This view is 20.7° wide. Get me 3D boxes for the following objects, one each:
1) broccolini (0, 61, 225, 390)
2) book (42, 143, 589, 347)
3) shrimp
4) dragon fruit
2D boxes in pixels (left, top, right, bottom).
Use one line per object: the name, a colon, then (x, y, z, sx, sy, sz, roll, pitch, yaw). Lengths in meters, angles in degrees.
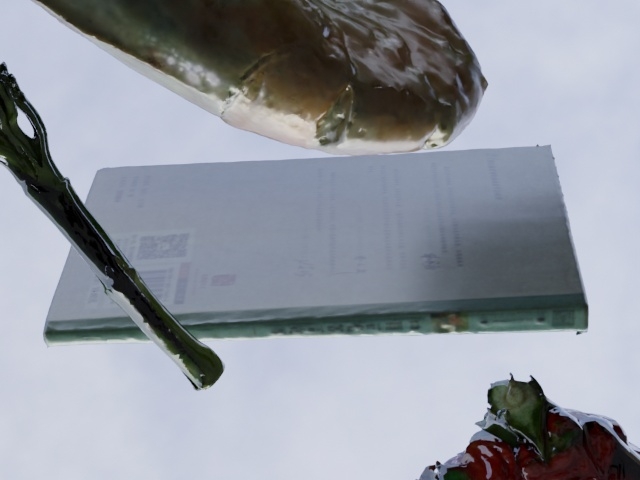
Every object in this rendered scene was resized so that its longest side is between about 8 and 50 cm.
broccolini: (-0.125, -0.023, 0.849, 0.239, 0.051, 0.054, 50, -139, -9)
book: (0.000, 0.000, 0.985, 0.283, 0.215, 0.025, -1, -64, 4)
shrimp: (-0.046, -0.088, 0.558, 0.217, 0.051, 0.115, 22, -151, -13)
dragon fruit: (0.138, 0.186, 1.063, 0.182, 0.188, 0.182, -5, -109, 15)
